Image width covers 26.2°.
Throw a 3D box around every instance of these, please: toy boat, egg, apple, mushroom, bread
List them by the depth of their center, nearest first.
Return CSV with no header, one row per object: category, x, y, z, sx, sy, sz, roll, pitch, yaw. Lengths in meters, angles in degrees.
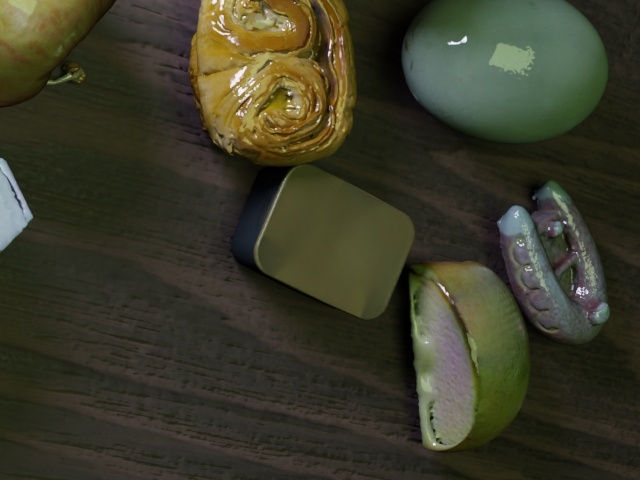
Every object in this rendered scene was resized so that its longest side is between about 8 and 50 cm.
apple,-0.321,-0.256,1.386,0.194,0.261,0.261,42,74,-15
mushroom,-0.389,-0.194,1.488,0.286,0.026,0.028,4,77,-28
bread,-0.053,-0.203,1.611,0.198,0.120,0.236,-4,89,-27
egg,0.233,-0.224,1.734,0.283,0.203,0.203,5,92,-24
apple,0.218,0.148,1.813,0.193,0.120,0.265,-13,103,-40
toy boat,0.330,0.037,1.863,0.155,0.085,0.227,-35,111,-40

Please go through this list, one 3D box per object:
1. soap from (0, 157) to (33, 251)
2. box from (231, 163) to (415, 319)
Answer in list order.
soap,-0.520,0.006,1.320,0.446,0.156,0.261,-29,98,-32
box,0.000,0.000,1.686,0.201,0.090,0.144,25,82,-29
